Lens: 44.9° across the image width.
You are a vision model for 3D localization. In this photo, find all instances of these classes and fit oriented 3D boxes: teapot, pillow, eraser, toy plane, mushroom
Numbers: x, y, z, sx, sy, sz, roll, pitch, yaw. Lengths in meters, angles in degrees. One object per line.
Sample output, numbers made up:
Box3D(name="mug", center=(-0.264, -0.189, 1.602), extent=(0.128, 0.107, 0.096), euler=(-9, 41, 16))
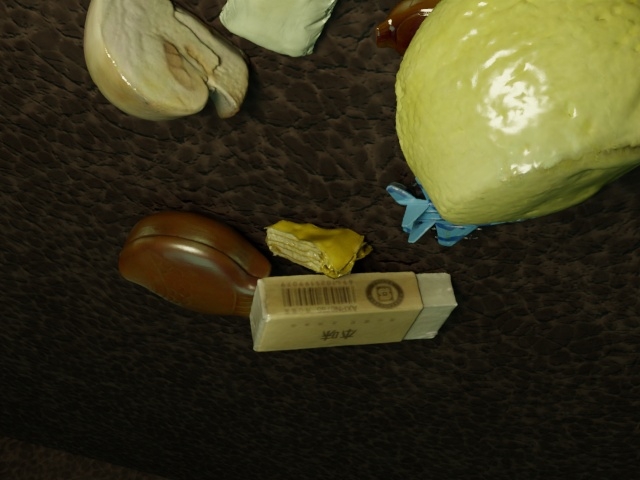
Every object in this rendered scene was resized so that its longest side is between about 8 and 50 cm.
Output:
Box3D(name="teapot", center=(0.131, -0.241, 0.918), extent=(0.129, 0.078, 0.098), euler=(9, 144, 9))
Box3D(name="pillow", center=(-0.037, -0.310, 0.913), extent=(0.128, 0.051, 0.229), euler=(15, 147, -13))
Box3D(name="eraser", center=(0.054, 0.124, 1.354), extent=(0.343, 0.078, 0.144), euler=(-2, 148, -13))
Box3D(name="toy plane", center=(0.227, -0.051, 1.148), extent=(0.246, 0.078, 0.169), euler=(-8, 139, 20))
Box3D(name="mushroom", center=(-0.230, -0.211, 1.020), extent=(0.236, 0.173, 0.162), euler=(35, 143, -26))

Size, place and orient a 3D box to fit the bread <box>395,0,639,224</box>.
Box3D(name="bread", center=(0.240, -0.157, 0.826), extent=(0.321, 0.237, 0.320), euler=(-13, 165, -3))

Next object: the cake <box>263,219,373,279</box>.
Box3D(name="cake", center=(-0.001, -0.004, 1.331), extent=(0.185, 0.116, 0.079), euler=(21, 135, 48))

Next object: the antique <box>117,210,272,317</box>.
Box3D(name="antique", center=(-0.221, 0.041, 1.397), extent=(0.278, 0.129, 0.223), euler=(14, 145, 2))
